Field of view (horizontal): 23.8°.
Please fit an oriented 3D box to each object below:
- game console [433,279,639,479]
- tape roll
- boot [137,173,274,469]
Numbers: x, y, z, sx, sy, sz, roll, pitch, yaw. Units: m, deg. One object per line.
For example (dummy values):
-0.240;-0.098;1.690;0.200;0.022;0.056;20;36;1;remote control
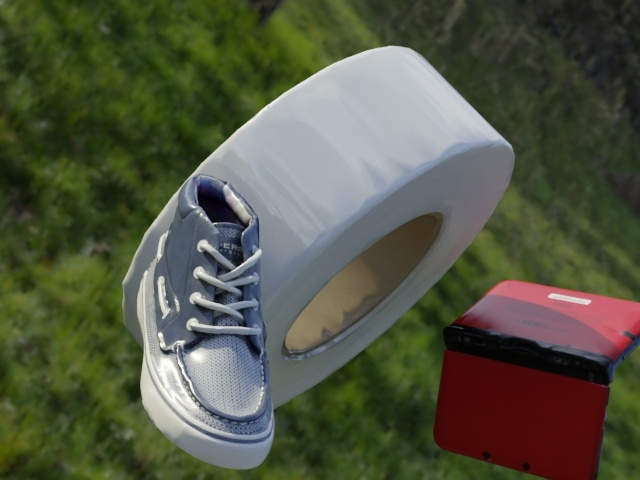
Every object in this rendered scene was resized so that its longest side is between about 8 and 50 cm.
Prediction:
0.166;0.100;1.115;0.144;0.085;0.124;11;35;41;game console
0.000;0.000;1.068;0.100;0.286;0.286;48;15;17;tape roll
-0.059;0.037;0.818;0.069;0.086;0.190;9;25;-23;boot
